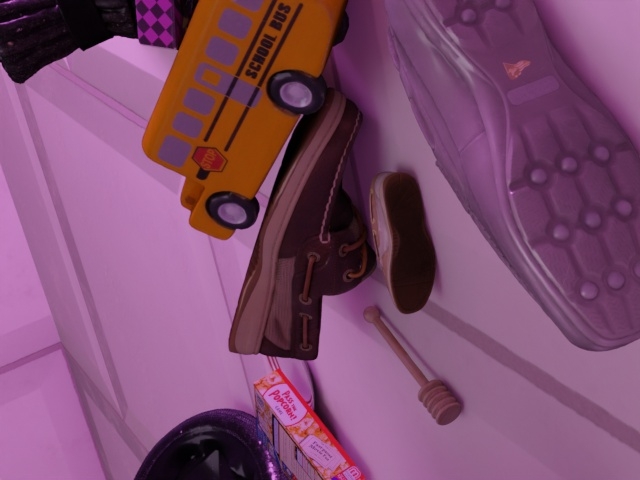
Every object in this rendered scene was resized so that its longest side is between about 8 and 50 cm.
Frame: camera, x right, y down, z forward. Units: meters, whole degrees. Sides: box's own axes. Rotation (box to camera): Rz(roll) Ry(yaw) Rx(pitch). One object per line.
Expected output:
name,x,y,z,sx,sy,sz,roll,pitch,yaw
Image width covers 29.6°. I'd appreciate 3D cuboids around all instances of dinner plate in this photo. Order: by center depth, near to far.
dinner plate,-0.040,0.165,1.589,0.141,0.017,0.141,50,153,38

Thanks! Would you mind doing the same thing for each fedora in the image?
fedora,-0.144,0.427,1.851,0.152,0.334,0.334,44,178,-43

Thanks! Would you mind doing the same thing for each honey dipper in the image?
honey dipper,0.088,0.123,1.230,0.161,0.030,0.030,51,154,41

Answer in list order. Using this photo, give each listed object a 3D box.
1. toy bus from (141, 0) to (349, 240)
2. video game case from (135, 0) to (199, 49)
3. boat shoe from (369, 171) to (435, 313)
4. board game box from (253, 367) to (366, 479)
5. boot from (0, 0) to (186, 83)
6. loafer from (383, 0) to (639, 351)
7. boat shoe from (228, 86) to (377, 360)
toy bus,-0.068,-0.142,1.092,0.130,0.108,0.333,24,140,-8
video game case,-0.117,-0.321,1.056,0.232,0.041,0.210,94,-170,-46
boat shoe,0.073,0.000,1.116,0.045,0.050,0.135,-151,53,-63
board game box,-0.017,0.282,1.582,0.193,0.045,0.147,49,157,28
boot,-0.202,-0.225,1.237,0.348,0.260,0.131,51,155,32
loafer,0.133,-0.068,0.829,0.111,0.112,0.319,110,141,-67
boat shoe,0.000,0.000,1.217,0.123,0.123,0.342,-77,6,-52
